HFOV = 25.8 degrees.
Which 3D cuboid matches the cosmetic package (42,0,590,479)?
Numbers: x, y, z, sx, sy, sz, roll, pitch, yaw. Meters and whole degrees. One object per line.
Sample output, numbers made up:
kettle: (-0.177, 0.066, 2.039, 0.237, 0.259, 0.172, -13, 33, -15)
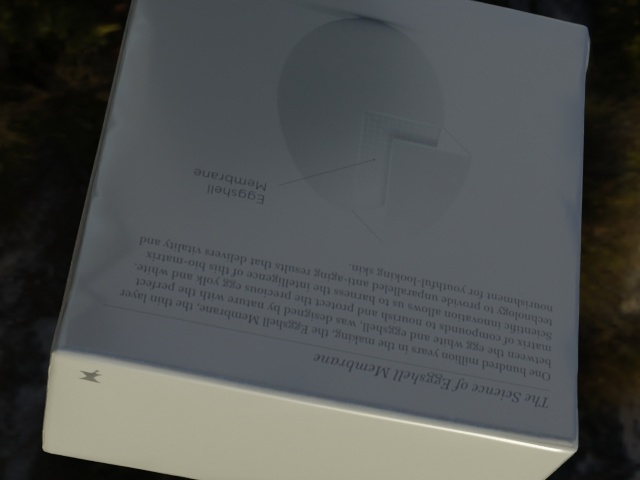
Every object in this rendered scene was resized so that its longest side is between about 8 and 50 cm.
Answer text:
cosmetic package: (0.000, 0.000, 0.673, 0.224, 0.138, 0.224, 12, 60, -7)
